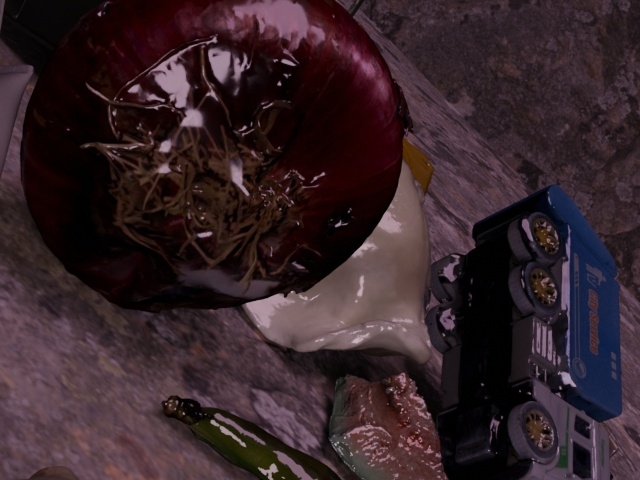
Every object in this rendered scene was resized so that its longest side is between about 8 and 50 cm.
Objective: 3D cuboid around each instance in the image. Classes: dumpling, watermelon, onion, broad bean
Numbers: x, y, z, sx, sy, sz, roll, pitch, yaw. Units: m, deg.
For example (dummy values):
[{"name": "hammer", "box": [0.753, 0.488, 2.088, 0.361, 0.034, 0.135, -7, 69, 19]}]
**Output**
[{"name": "dumpling", "box": [0.000, 0.000, 1.214, 0.243, 0.187, 0.318, 3, 54, -25]}, {"name": "watermelon", "box": [0.063, 0.190, 1.048, 0.155, 0.080, 0.101, 61, 28, 3]}, {"name": "onion", "box": [-0.082, -0.081, 0.947, 0.314, 0.314, 0.232, 33, 21, -31]}, {"name": "broad bean", "box": [0.002, 0.205, 0.904, 0.297, 0.043, 0.060, 41, 28, -5]}]

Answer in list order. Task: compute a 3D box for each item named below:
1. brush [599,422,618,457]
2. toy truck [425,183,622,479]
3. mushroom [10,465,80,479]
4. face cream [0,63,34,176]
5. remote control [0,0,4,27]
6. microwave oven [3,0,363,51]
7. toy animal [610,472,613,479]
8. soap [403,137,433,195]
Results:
[{"name": "brush", "box": [0.284, 0.177, 1.587, 0.050, 0.060, 0.321, 11, 35, -42]}, {"name": "toy truck", "box": [0.209, 0.113, 1.194, 0.175, 0.146, 0.367, 32, 49, -28]}, {"name": "mushroom", "box": [-0.156, 0.189, 0.500, 0.109, 0.097, 0.351, 41, 15, -9]}, {"name": "face cream", "box": [-0.273, -0.055, 0.801, 0.143, 0.089, 0.314, -6, 35, -8]}, {"name": "remote control", "box": [-0.335, -0.140, 0.714, 0.313, 0.109, 0.055, -9, 33, -46]}, {"name": "microwave oven", "box": [-0.120, -0.342, 1.236, 0.333, 0.394, 0.247, 33, 15, 9]}, {"name": "toy animal", "box": [0.297, 0.280, 1.275, 0.182, 0.131, 0.127, 60, 33, -49]}, {"name": "soap", "box": [0.062, -0.107, 1.686, 0.204, 0.096, 0.324, 42, 17, -3]}]
